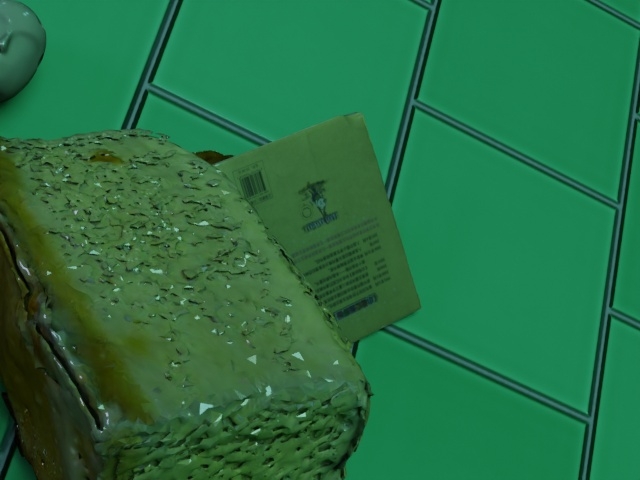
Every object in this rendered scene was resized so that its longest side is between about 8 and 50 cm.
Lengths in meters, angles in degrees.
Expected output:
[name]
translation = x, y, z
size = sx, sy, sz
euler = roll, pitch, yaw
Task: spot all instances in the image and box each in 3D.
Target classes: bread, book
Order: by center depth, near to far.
[bread]
translation = -0.143, 0.099, 1.141
size = 0.248, 0.279, 0.315
euler = -11, 39, -28
[book]
translation = 0.000, 0.000, 1.288
size = 0.168, 0.013, 0.192
euler = -24, 102, -35

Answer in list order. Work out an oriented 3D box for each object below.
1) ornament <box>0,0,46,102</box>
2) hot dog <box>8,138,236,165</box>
[ornament]
translation = -0.276, -0.131, 1.215
size = 0.075, 0.081, 0.156
euler = 35, 58, -12
[hot dog]
translation = -0.140, -0.044, 1.250
size = 0.289, 0.068, 0.083
euler = 2, 70, -30
